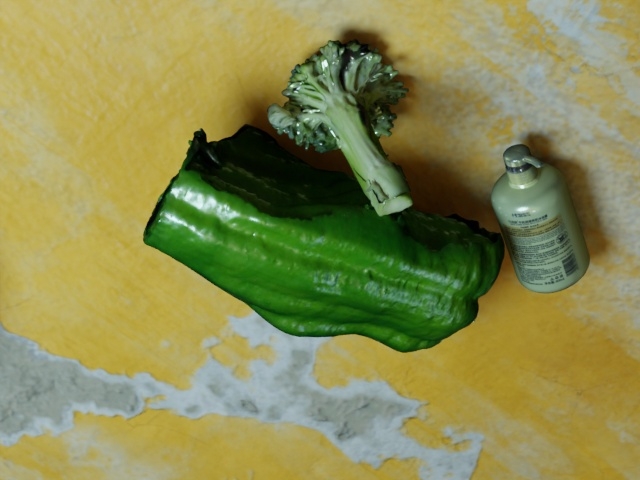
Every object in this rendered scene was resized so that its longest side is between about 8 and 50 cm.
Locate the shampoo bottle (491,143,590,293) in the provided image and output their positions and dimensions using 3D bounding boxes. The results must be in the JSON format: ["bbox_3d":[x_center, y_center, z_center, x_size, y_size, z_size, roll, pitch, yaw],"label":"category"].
[{"bbox_3d":[0.217,-0.028,1.750,0.079,0.079,0.162,-15,125,12],"label":"shampoo bottle"}]

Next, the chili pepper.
[{"bbox_3d":[-0.006,0.008,1.694,0.385,0.213,0.167,20,97,-28],"label":"chili pepper"}]

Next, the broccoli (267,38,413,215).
[{"bbox_3d":[0.035,-0.097,1.630,0.118,0.204,0.122,-43,133,20],"label":"broccoli"}]
